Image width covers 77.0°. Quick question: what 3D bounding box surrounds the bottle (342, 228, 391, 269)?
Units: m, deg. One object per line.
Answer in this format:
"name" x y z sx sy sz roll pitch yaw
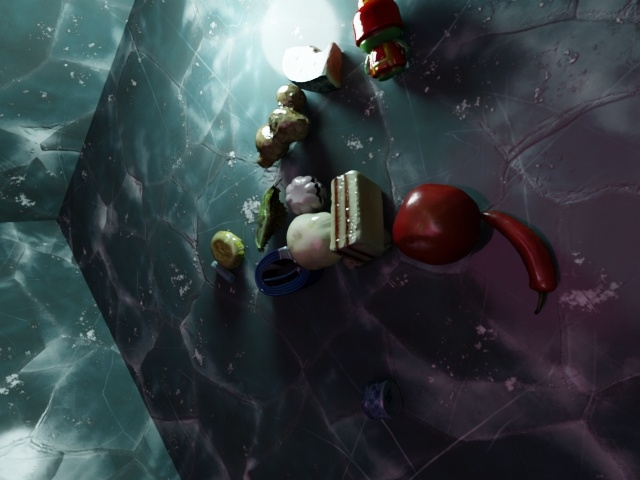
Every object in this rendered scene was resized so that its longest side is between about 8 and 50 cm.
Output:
"bottle" 0.189 0.034 1.591 0.209 0.097 0.110 -37 90 33

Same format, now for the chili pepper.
"chili pepper" 0.646 0.041 1.273 0.137 0.092 0.368 -45 61 51

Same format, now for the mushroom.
"mushroom" 0.000 0.000 1.640 0.260 0.234 0.254 48 115 29

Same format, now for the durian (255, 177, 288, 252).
"durian" -0.226 -0.119 1.872 0.132 0.106 0.375 29 113 33

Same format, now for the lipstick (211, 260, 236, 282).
"lipstick" -0.522 0.168 2.162 0.158 0.048 0.048 32 113 30

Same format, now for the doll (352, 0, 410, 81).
"doll" 0.204 -0.766 1.446 0.182 0.160 0.363 -13 87 44

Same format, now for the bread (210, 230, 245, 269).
"bread" -0.473 0.048 2.076 0.213 0.105 0.213 6 102 33

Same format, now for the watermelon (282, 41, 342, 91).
"watermelon" -0.017 -0.715 1.660 0.226 0.148 0.318 -49 52 11

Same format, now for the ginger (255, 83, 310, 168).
"ginger" -0.174 -0.479 1.763 0.375 0.176 0.256 -50 49 31

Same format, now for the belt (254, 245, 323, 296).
"belt" -0.150 0.136 1.843 0.347 0.117 0.212 -22 83 38

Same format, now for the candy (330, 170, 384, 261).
"candy" 0.138 -0.088 1.493 0.135 0.179 0.320 -17 58 37

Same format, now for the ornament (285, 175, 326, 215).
"ornament" -0.057 -0.188 1.719 0.177 0.177 0.177 5 98 36

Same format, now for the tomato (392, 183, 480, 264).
"tomato" 0.380 -0.053 1.360 0.298 0.226 0.298 6 99 40

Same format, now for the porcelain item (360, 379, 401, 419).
"porcelain item" 0.237 0.631 1.593 0.114 0.147 0.147 -21 83 35
